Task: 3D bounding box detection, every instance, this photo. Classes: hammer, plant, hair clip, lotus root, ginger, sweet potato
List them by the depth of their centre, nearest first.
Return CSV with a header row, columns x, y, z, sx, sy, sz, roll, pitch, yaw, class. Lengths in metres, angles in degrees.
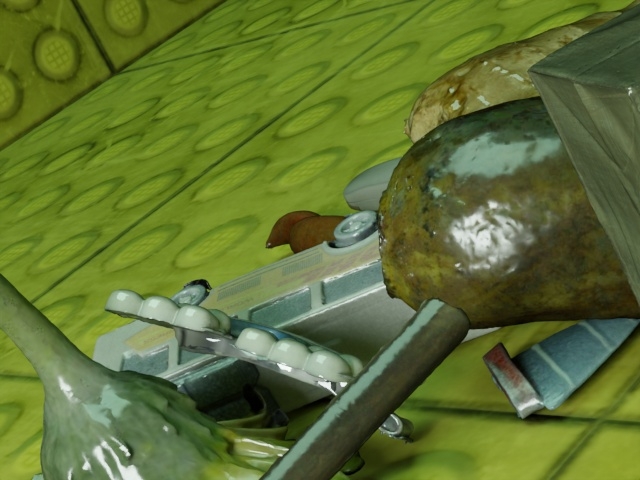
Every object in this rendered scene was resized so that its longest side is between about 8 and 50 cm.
x,y,z,sx,sy,sz,roll,pitch,yaw,class
-0.022,0.140,0.787,0.297,0.125,0.027,-46,-11,-18,hammer
-0.111,0.139,0.945,0.306,0.297,0.261,-25,-10,33,plant
0.173,-0.022,0.976,0.275,0.152,0.160,-12,31,3,lotus root
-0.033,0.083,1.007,0.220,0.054,0.140,17,0,18,hair clip
0.256,-0.154,1.270,0.375,0.166,0.236,-39,11,-13,ginger
0.001,-0.002,1.383,0.055,0.058,0.202,-54,25,-10,sweet potato

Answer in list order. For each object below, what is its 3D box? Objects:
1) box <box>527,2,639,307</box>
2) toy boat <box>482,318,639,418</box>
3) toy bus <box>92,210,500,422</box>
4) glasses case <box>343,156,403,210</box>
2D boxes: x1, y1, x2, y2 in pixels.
x,y,z,sx,sy,sz,roll,pitch,yaw,class
0.251,-0.031,0.826,0.149,0.231,0.155,-30,18,-7,box
0.176,0.073,0.970,0.122,0.034,0.096,-26,24,0,toy boat
-0.019,0.074,1.154,0.342,0.097,0.138,-23,26,10,toy bus
0.091,-0.060,1.431,0.164,0.041,0.063,-9,24,45,glasses case
